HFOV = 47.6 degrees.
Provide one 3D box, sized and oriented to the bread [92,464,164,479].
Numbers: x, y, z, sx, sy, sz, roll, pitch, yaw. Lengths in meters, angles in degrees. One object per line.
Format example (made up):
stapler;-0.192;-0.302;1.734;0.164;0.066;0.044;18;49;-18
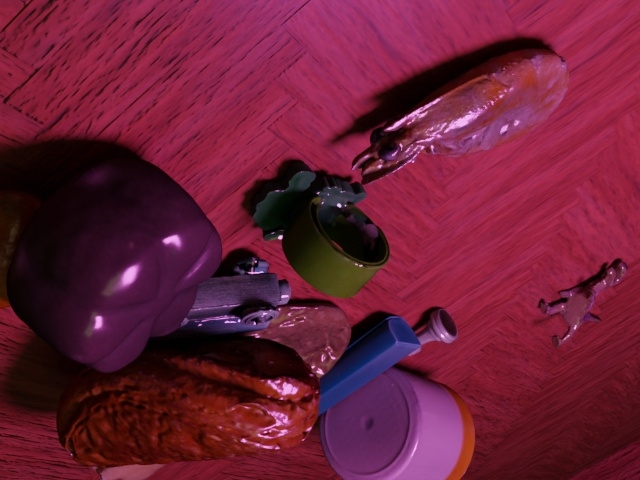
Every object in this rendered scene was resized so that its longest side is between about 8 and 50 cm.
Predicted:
bread;-0.310;0.374;1.322;0.178;0.060;0.139;-41;141;22

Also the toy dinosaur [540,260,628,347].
toy dinosaur;0.558;0.151;1.541;0.199;0.072;0.251;-26;136;-16

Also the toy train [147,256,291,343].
toy train;-0.171;0.094;1.033;0.248;0.101;0.159;-2;154;-28

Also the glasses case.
glasses case;0.035;0.247;1.350;0.301;0.070;0.117;-36;155;18

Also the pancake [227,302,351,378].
pancake;-0.066;0.178;1.230;0.242;0.050;0.242;-16;134;-17

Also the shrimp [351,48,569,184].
shrimp;0.183;-0.146;0.940;0.317;0.077;0.168;-25;147;-4

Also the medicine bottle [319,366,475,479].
medicine bottle;0.152;0.377;1.446;0.238;0.238;0.232;-39;140;19

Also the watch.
watch;0.000;0.000;0.953;0.165;0.152;0.131;12;134;-41

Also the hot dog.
hot dog;-0.188;0.223;1.034;0.387;0.174;0.267;-12;176;24

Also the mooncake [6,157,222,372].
mooncake;-0.224;0.031;0.821;0.245;0.133;0.245;-47;165;-17

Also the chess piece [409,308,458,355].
chess piece;0.202;0.179;1.376;0.103;0.067;0.067;-34;144;28

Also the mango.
mango;-0.354;0.011;0.819;0.165;0.089;0.115;-42;132;18
